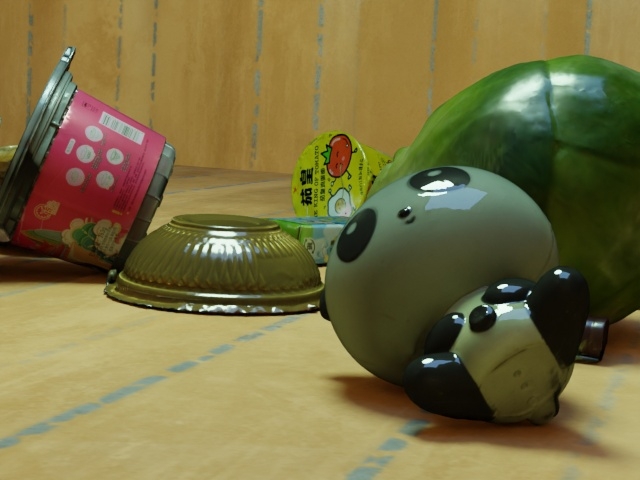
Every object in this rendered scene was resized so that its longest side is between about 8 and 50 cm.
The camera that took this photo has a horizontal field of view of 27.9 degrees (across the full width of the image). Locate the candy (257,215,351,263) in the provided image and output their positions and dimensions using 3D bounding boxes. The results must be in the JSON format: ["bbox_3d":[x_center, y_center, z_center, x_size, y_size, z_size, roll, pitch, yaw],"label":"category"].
[{"bbox_3d":[0.000,0.000,1.853,0.097,0.062,0.194,8,7,43],"label":"candy"}]

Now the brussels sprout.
[{"bbox_3d":[0.222,-0.044,1.378,0.355,0.289,0.281,-7,-17,42],"label":"brussels sprout"}]

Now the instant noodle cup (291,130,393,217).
[{"bbox_3d":[0.062,-0.089,2.242,0.144,0.182,0.182,10,0,-45],"label":"instant noodle cup"}]

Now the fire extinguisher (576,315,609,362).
[{"bbox_3d":[0.197,0.087,1.248,0.158,0.043,0.064,5,49,22],"label":"fire extinguisher"}]

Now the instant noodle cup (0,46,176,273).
[{"bbox_3d":[-0.291,-0.071,1.600,0.182,0.302,0.258,24,-2,-11],"label":"instant noodle cup"}]

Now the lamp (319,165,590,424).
[{"bbox_3d":[0.107,0.044,1.026,0.198,0.197,0.244,1,23,-18],"label":"lamp"}]

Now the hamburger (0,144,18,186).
[{"bbox_3d":[-0.381,-0.057,1.834,0.286,0.146,0.243,-1,-3,30],"label":"hamburger"}]

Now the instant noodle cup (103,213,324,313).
[{"bbox_3d":[-0.113,0.020,1.483,0.274,0.090,0.274,3,7,0],"label":"instant noodle cup"}]
